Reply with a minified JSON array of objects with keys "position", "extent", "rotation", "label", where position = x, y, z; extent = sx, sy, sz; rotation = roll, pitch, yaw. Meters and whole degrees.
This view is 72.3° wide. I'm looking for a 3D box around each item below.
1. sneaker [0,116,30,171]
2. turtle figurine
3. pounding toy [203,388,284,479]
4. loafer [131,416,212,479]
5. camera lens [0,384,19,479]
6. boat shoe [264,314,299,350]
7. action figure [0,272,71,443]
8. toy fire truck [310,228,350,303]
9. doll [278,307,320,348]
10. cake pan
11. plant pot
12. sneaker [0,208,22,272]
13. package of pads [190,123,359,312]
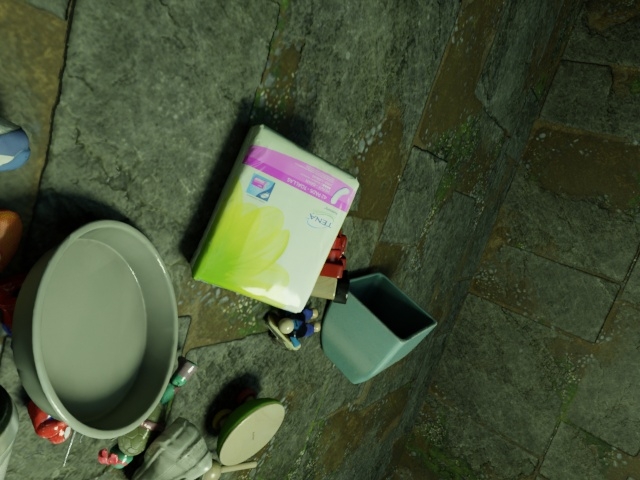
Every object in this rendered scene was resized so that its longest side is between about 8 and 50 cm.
[{"position":[-0.391,-0.160,0.375],"extent":[0.296,0.111,0.131],"rotation":[27,88,-58],"label":"sneaker"},{"position":[-0.325,0.307,0.779],"extent":[0.234,0.118,0.175],"rotation":[-60,147,-18],"label":"turtle figurine"},{"position":[-0.201,0.451,1.060],"extent":[0.183,0.110,0.237],"rotation":[9,114,-52],"label":"pounding toy"},{"position":[-0.283,0.444,0.834],"extent":[0.112,0.111,0.319],"rotation":[-40,168,-43],"label":"loafer"},{"position":[-0.466,0.283,0.454],"extent":[0.219,0.219,0.274],"rotation":[8,104,-56],"label":"camera lens"},{"position":[-0.102,0.241,1.098],"extent":[0.049,0.056,0.152],"rotation":[-28,131,7],"label":"boat shoe"},{"position":[-0.368,0.179,0.643],"extent":[0.139,0.091,0.280],"rotation":[-15,123,-40],"label":"action figure"},{"position":[0.000,0.000,1.007],"extent":[0.217,0.158,0.246],"rotation":[-56,155,-85],"label":"toy fire truck"},{"position":[-0.058,0.206,1.108],"extent":[0.189,0.046,0.129],"rotation":[10,68,-69],"label":"doll"},{"position":[-0.299,0.119,0.614],"extent":[0.293,0.054,0.293],"rotation":[-7,90,-78],"label":"cake pan"},{"position":[0.145,0.279,1.319],"extent":[0.247,0.247,0.252],"rotation":[-6,133,-53],"label":"plant pot"},{"position":[-0.410,0.044,0.521],"extent":[0.175,0.067,0.064],"rotation":[-62,146,-8],"label":"sneaker"},{"position":[-0.081,-0.032,0.825],"extent":[0.229,0.101,0.297],"rotation":[24,91,-25],"label":"package of pads"}]
